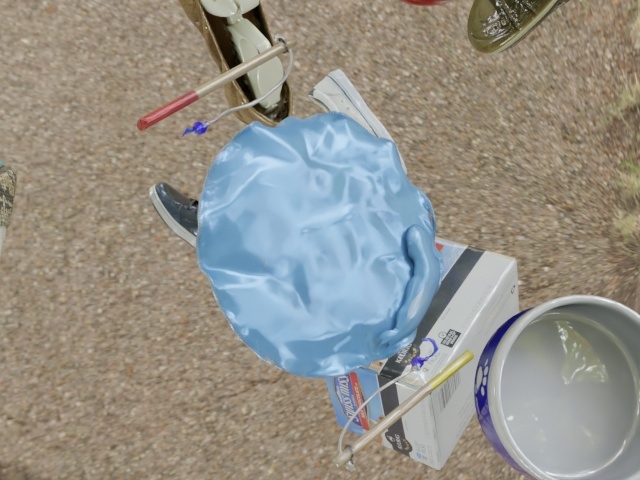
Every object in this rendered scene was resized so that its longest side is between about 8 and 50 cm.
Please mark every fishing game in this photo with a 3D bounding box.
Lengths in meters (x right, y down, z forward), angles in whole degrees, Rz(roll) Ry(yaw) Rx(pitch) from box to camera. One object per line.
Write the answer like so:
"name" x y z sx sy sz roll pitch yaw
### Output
"fishing game" 0.000 0.000 0.604 0.264 0.189 0.041 57 148 -7

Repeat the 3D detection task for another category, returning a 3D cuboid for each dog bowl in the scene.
"dog bowl" 0.352 0.211 1.245 0.264 0.104 0.265 1 80 -8

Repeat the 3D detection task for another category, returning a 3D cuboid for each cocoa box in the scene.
"cocoa box" 0.191 0.189 1.654 0.228 0.347 0.231 17 140 30

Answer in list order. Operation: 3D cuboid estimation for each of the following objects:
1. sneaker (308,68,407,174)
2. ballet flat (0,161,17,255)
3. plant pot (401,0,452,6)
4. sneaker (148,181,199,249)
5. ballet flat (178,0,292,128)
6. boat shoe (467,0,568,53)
"sneaker" 0.073 -0.217 1.802 0.091 0.094 0.258 -36 82 -1
"ballet flat" -0.561 0.031 1.241 0.164 0.483 0.182 -32 94 26
"plant pot" 0.052 -0.274 0.640 0.174 0.191 0.191 42 104 31
"sneaker" -0.150 -0.049 1.448 0.226 0.086 0.163 43 108 -11
"ballet flat" -0.114 -0.296 1.246 0.116 0.342 0.124 -33 37 -19
"boat shoe" 0.225 -0.257 0.820 0.223 0.073 0.080 -53 50 30
